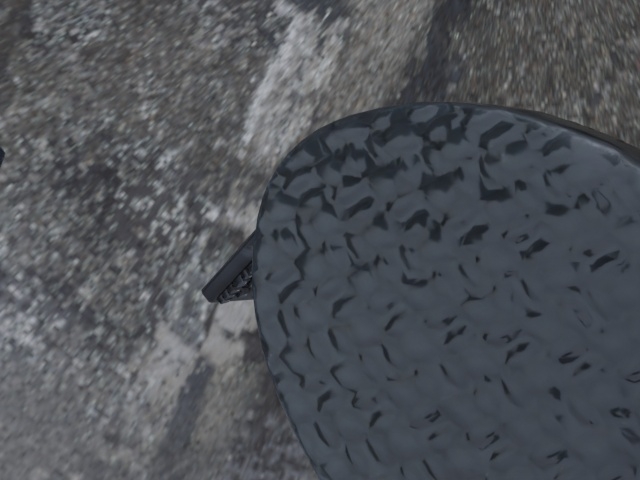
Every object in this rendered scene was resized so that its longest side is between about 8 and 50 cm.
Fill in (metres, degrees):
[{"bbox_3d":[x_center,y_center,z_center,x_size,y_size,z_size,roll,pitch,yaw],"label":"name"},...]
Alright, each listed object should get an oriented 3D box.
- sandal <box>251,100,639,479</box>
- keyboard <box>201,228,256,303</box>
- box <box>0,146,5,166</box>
[{"bbox_3d":[0.170,0.085,0.458,0.445,0.107,0.167,25,102,26],"label":"sandal"},{"bbox_3d":[0.000,0.000,0.947,0.180,0.108,0.023,-44,60,55],"label":"keyboard"},{"bbox_3d":[-0.429,0.034,0.931,0.312,0.179,0.343,28,69,-34],"label":"box"}]
